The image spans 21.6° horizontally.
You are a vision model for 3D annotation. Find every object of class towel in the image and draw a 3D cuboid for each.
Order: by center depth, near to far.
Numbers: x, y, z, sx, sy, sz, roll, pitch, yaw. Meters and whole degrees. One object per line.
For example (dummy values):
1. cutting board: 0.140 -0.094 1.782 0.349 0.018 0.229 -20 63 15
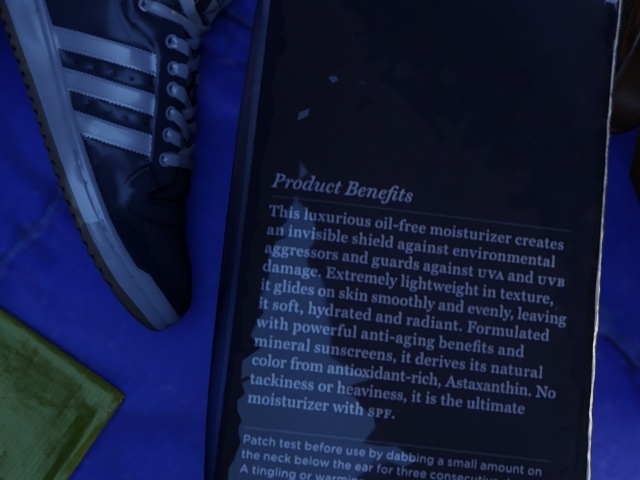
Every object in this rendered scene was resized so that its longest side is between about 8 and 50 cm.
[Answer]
1. towel: -0.248 0.071 1.061 0.237 0.021 0.102 35 91 0

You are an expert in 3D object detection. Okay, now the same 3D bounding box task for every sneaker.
1. sneaker: -0.094 -0.097 1.022 0.153 0.099 0.282 -21 87 2

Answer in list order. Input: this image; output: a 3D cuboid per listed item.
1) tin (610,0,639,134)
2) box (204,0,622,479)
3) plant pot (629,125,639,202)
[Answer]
1. tin: 0.206 -0.154 1.017 0.040 0.106 0.190 23 91 -12
2. box: 0.039 0.016 0.898 0.182 0.296 0.294 7 79 -2
3. plant pot: 0.294 -0.023 0.976 0.212 0.212 0.187 -37 77 0
